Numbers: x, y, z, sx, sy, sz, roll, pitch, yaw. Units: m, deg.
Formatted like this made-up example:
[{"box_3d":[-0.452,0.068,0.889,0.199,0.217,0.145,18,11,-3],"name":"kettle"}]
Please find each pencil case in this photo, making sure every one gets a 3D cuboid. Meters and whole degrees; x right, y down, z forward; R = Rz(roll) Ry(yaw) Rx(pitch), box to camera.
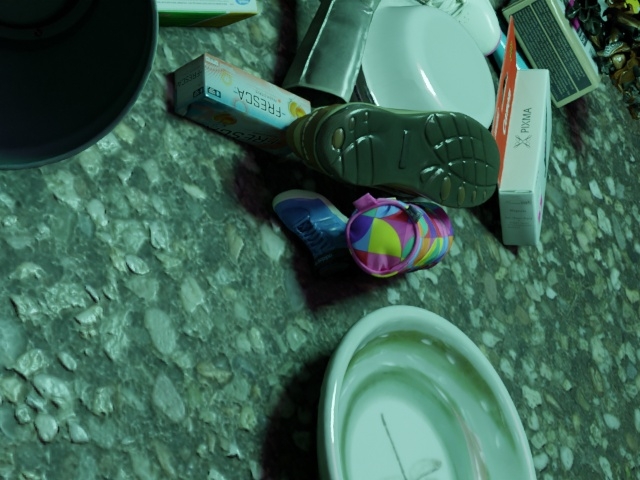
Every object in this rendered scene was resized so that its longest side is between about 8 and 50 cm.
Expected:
[{"box_3d":[0.104,-0.008,1.596,0.236,0.104,0.104,5,66,-74],"name":"pencil case"}]

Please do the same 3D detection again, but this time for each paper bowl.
[{"box_3d":[0.136,-0.215,1.761,0.284,0.148,0.284,26,52,-38],"name":"paper bowl"}]

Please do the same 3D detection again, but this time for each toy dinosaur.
[{"box_3d":[0.511,-0.356,2.140,0.322,0.164,0.218,60,2,38],"name":"toy dinosaur"}]

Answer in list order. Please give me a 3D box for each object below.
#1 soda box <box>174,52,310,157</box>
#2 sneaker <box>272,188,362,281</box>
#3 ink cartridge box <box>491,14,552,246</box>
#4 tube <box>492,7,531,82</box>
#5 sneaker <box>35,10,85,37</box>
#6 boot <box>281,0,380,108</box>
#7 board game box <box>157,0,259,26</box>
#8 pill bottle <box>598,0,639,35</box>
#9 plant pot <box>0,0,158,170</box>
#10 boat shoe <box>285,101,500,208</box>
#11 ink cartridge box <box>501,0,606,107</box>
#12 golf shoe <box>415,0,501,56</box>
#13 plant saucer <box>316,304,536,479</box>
[{"box_3d":[-0.092,-0.163,1.535,0.183,0.058,0.063,20,57,-42],"name":"soda box"},{"box_3d":[0.001,0.000,1.559,0.152,0.058,0.084,34,39,-43],"name":"sneaker"},{"box_3d":[0.314,-0.170,1.928,0.239,0.060,0.275,76,22,-48],"name":"ink cartridge box"},{"box_3d":[0.313,-0.314,2.101,0.207,0.052,0.080,62,22,0],"name":"tube"},{"box_3d":[-0.288,-0.259,1.351,0.225,0.088,0.092,58,18,-10],"name":"sneaker"},{"box_3d":[-0.005,-0.280,1.667,0.076,0.190,0.208,28,78,-49],"name":"boot"},{"box_3d":[-0.203,-0.416,1.491,0.242,0.064,0.316,-11,89,-52],"name":"board game box"},{"box_3d":[0.574,-0.431,2.422,0.184,0.103,0.103,-13,81,-52],"name":"pill bottle"},{"box_3d":[-0.298,-0.240,1.187,0.293,0.293,0.196,46,16,-24],"name":"plant pot"},{"box_3d":[0.095,-0.118,1.588,0.324,0.120,0.122,11,93,-42],"name":"boat shoe"},{"box_3d":[0.409,-0.354,2.163,0.193,0.088,0.234,59,25,-11],"name":"ink cartridge box"},{"box_3d":[0.149,-0.382,1.848,0.306,0.115,0.140,44,13,-8],"name":"golf shoe"},{"box_3d":[0.111,0.280,1.510,0.400,0.101,0.400,26,53,-41],"name":"plant saucer"}]
